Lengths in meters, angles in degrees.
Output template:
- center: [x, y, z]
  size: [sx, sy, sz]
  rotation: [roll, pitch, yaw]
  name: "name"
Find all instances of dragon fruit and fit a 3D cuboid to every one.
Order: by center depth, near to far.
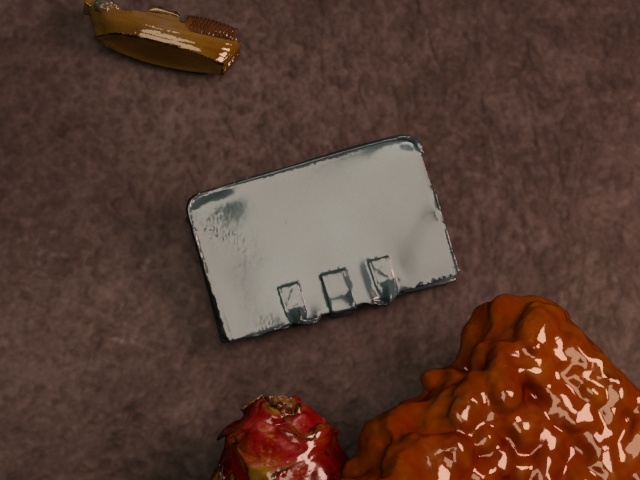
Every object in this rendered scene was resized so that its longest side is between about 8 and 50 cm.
- center: [-0.008, 0.248, 1.659]
  size: [0.125, 0.125, 0.246]
  rotation: [-23, 74, -38]
  name: "dragon fruit"

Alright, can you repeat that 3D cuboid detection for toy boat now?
- center: [-0.146, -0.190, 1.821]
  size: [0.149, 0.047, 0.049]
  rotation: [14, 61, 1]
  name: "toy boat"

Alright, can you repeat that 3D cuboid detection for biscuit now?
- center: [0.179, 0.233, 1.635]
  size: [0.318, 0.110, 0.312]
  rotation: [49, 63, -3]
  name: "biscuit"

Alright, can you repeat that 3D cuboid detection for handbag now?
- center: [0.000, 0.000, 1.767]
  size: [0.221, 0.057, 0.144]
  rotation: [-14, 79, -5]
  name: "handbag"
